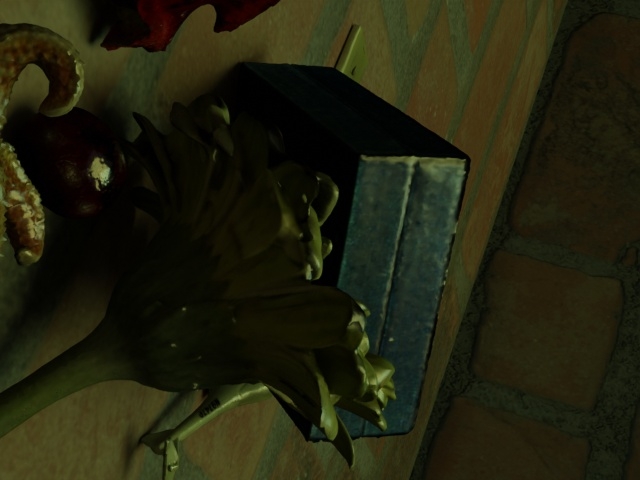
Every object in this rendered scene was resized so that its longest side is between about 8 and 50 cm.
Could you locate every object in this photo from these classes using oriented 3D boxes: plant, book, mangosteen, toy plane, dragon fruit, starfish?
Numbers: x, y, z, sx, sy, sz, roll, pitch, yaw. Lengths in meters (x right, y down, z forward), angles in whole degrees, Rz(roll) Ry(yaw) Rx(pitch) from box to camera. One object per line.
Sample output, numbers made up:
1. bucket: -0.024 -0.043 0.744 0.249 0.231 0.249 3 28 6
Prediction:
1. plant: -0.097 0.024 0.946 0.306 0.297 0.261 -148 -116 -67
2. book: 0.031 -0.190 1.541 0.077 0.014 0.111 73 35 -61
3. mangosteen: -0.171 -0.049 0.874 0.081 0.081 0.081 15 90 -74
4. toy plane: -0.088 0.152 1.314 0.286 0.108 0.092 -32 138 -50
5. dragon fruit: -0.087 -0.200 0.909 0.192 0.122 0.092 -41 -129 51
6. starfish: -0.215 0.039 0.689 0.312 0.113 0.303 107 -1 -71

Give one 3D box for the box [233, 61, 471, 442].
1. box: 0.000 0.000 1.174 0.279 0.116 0.261 -135 -131 -58
